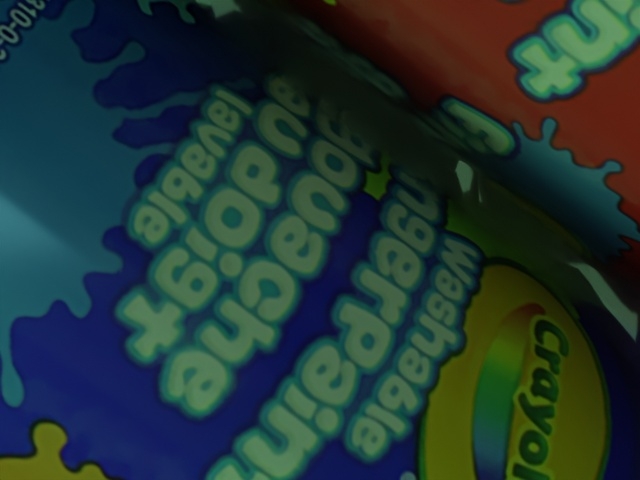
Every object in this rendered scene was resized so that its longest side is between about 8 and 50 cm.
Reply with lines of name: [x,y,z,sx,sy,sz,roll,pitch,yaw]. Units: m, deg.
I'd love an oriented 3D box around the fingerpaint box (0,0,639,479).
fingerpaint box: [-0.005,0.040,0.380,0.371,0.163,0.445,37,101,-11]
